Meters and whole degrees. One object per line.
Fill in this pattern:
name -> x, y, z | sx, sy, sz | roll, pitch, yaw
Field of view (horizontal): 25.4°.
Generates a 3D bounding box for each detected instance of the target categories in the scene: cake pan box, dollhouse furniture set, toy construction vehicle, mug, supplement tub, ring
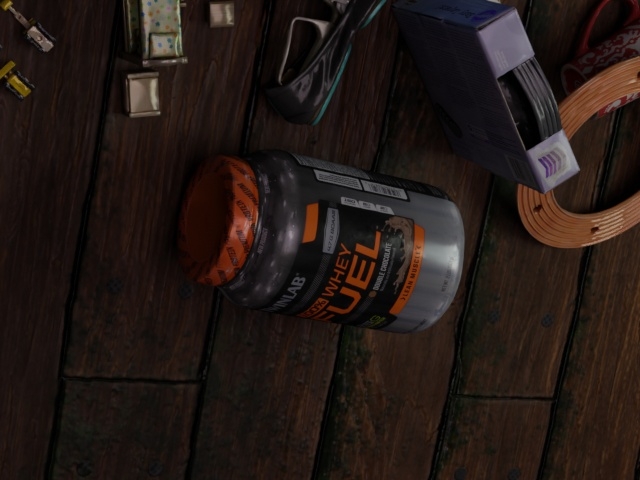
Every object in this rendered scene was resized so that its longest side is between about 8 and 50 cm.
cake pan box -> 0.213, -0.201, 1.852 | 0.070, 0.267, 0.246 | -33, 114, -11
dollhouse furniture set -> -0.157, -0.244, 1.743 | 0.161, 0.101, 0.182 | -9, 108, -25
toy construction vehicle -> -0.364, -0.229, 1.684 | 0.086, 0.035, 0.098 | -45, 117, 3
mug -> 0.432, -0.265, 2.058 | 0.169, 0.150, 0.113 | -31, 152, -12
supplement tub -> 0.000, 0.000, 1.831 | 0.338, 0.207, 0.207 | 11, 99, -29
ring -> 0.421, -0.130, 2.047 | 0.336, 0.032, 0.337 | -18, 136, -18

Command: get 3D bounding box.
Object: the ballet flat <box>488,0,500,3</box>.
ballet flat -> 0.239, -0.285, 1.965 | 0.057, 0.052, 0.168 | -32, 116, -17

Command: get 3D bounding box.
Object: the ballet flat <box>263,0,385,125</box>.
ballet flat -> 0.017, -0.283, 1.831 | 0.096, 0.095, 0.280 | 30, 89, -19
